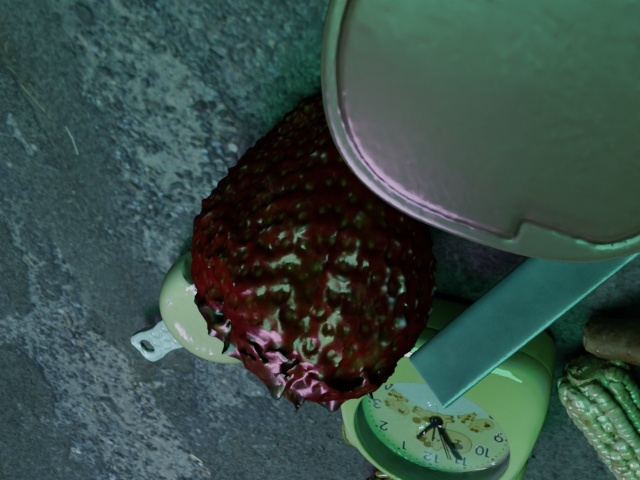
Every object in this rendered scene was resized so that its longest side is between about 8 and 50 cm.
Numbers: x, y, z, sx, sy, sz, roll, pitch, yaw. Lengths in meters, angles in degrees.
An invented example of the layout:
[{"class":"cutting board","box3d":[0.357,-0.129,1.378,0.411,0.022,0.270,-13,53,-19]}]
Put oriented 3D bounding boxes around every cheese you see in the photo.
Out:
[{"class":"cheese","box3d":[-0.141,0.112,1.081,0.163,0.071,0.249,34,131,-2]}]

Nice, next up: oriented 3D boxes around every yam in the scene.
[{"class":"yam","box3d":[0.338,0.109,0.797,0.057,0.057,0.241,54,164,-20]}]

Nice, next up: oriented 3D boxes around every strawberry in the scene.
[{"class":"strawberry","box3d":[0.000,0.000,0.828,0.250,0.238,0.288,20,98,-3]}]

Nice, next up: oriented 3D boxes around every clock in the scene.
[{"class":"clock","box3d":[0.139,0.208,1.014,0.235,0.096,0.308,13,130,13]}]

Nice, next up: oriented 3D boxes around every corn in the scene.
[{"class":"corn","box3d":[0.331,0.212,0.939,0.087,0.087,0.211,-17,117,33]}]

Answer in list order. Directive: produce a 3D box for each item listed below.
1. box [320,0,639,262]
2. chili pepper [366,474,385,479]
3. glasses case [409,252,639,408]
[{"class":"box","box3d":[0.172,-0.159,0.638,0.301,0.216,0.301,14,130,17]},{"class":"chili pepper","box3d":[0.085,0.371,1.195,0.059,0.050,0.191,10,141,14]},{"class":"glasses case","box3d":[0.199,0.040,0.797,0.056,0.105,0.266,45,110,-4]}]
